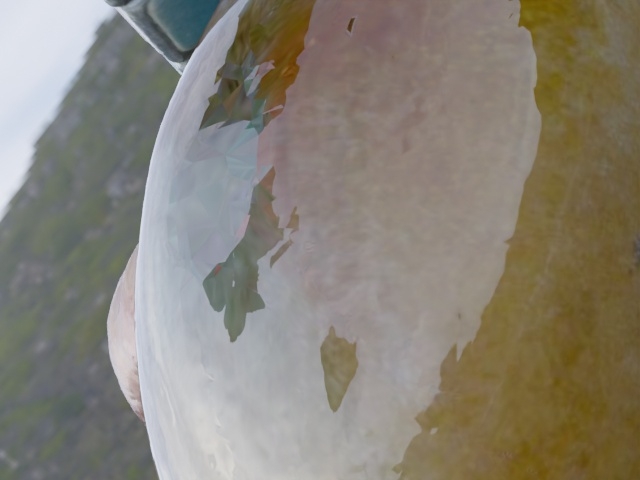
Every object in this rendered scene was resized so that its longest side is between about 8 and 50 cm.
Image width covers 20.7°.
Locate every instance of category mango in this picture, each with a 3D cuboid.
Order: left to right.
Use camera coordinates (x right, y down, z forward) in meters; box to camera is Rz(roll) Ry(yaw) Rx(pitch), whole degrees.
[{"bbox_3d":[0.035,0.042,0.635,0.199,0.221,0.383,3,-87,-46],"label":"mango"}]

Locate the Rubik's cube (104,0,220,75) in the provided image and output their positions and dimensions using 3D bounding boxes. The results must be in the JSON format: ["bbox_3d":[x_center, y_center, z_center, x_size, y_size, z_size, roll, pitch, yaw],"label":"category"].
[{"bbox_3d":[-0.054,-0.250,1.011,0.259,0.256,0.253,-43,-33,1],"label":"Rubik's cube"}]

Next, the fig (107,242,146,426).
[{"bbox_3d":[0.000,0.000,0.917,0.257,0.159,0.159,-54,-3,-21],"label":"fig"}]
